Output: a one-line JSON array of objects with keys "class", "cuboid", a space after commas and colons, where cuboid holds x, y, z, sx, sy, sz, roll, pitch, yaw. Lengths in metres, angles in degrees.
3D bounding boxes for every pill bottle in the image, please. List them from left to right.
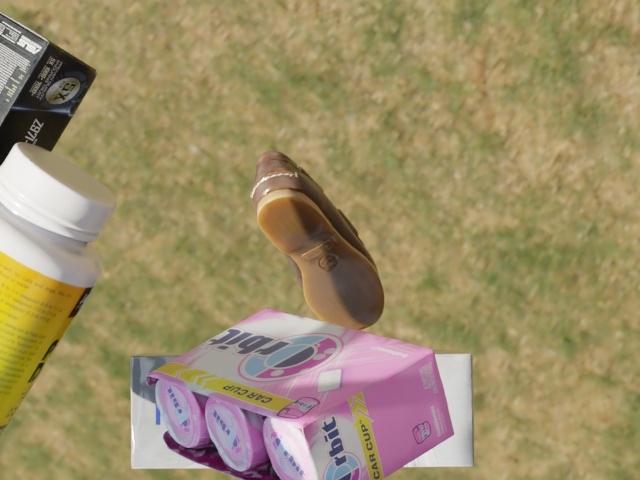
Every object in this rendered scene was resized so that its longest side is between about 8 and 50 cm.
[{"class": "pill bottle", "cuboid": [-0.234, 0.041, 1.063, 0.117, 0.117, 0.215, 33, 98, 2]}]

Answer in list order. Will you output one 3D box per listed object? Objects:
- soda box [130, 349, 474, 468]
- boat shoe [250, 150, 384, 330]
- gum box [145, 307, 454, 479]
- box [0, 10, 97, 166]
[{"class": "soda box", "cuboid": [-0.015, 0.142, 1.267, 0.286, 0.098, 0.091, 0, 177, 1]}, {"class": "boat shoe", "cuboid": [0.000, 0.000, 1.362, 0.073, 0.073, 0.207, -22, 134, 8]}, {"class": "gum box", "cuboid": [-0.020, 0.103, 0.960, 0.188, 0.107, 0.062, 10, 120, 53]}, {"class": "box", "cuboid": [-0.304, -0.129, 1.269, 0.180, 0.147, 0.077, 31, 180, 28]}]
